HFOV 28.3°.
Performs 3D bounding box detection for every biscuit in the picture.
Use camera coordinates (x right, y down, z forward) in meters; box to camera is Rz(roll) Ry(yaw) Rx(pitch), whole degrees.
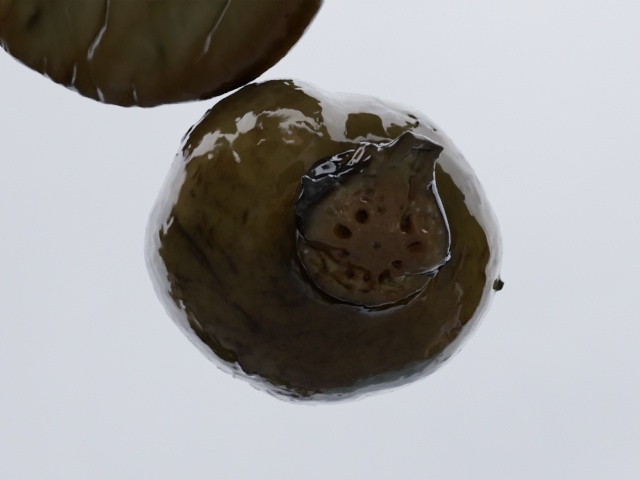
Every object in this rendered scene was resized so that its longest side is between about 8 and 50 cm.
[{"bbox_3d":[-0.091,-0.158,0.589,0.260,0.041,0.203,-20,-82,43],"label":"biscuit"}]

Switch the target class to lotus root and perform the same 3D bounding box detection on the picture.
[{"bbox_3d":[0.000,0.000,0.580,0.154,0.257,0.140,19,-86,-8],"label":"lotus root"}]
